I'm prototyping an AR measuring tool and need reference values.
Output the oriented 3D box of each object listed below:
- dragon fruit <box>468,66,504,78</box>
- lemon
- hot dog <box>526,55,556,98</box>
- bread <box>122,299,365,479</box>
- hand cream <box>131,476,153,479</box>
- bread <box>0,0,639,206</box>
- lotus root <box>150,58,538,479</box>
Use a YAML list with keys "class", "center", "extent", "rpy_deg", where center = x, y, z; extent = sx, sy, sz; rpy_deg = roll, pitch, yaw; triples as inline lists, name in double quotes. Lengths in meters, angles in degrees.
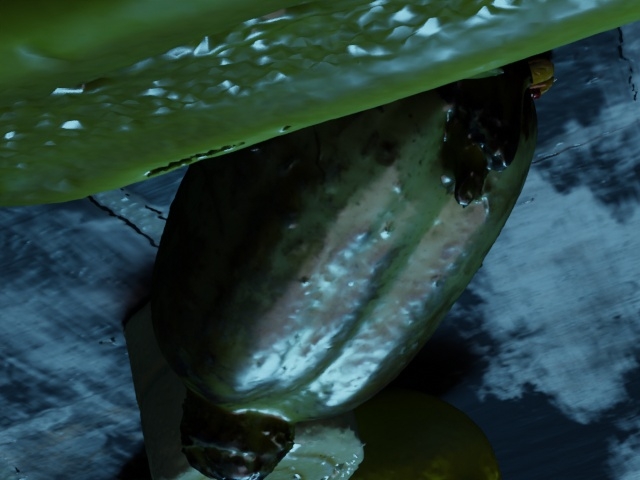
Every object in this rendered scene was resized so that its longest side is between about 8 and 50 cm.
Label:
- class: "dragon fruit"
  center: [0.042, -0.135, 0.648]
  extent: [0.236, 0.137, 0.135]
  rpy_deg: [-24, -172, 21]
- class: "lemon"
  center: [0.055, 0.217, 1.281]
  extent: [0.187, 0.186, 0.244]
  rpy_deg: [14, 173, -44]
- class: "hot dog"
  center: [0.101, -0.090, 0.887]
  extent: [0.083, 0.021, 0.037]
  rpy_deg: [-13, 152, -6]
- class: "bread"
  center: [-0.056, 0.110, 1.059]
  extent: [0.148, 0.141, 0.134]
  rpy_deg: [-10, 154, -10]
- class: "hand cream"
  center: [-0.111, 0.192, 1.298]
  extent: [0.084, 0.050, 0.257]
  rpy_deg: [11, 141, -36]
- class: "bread"
  center: [-0.055, -0.132, 0.493]
  extent: [0.377, 0.208, 0.251]
  rpy_deg: [-18, 163, 33]
- class: "lotus root"
  center: [0.000, 0.000, 0.822]
  extent: [0.173, 0.173, 0.309]
  rpy_deg: [12, 120, -42]
